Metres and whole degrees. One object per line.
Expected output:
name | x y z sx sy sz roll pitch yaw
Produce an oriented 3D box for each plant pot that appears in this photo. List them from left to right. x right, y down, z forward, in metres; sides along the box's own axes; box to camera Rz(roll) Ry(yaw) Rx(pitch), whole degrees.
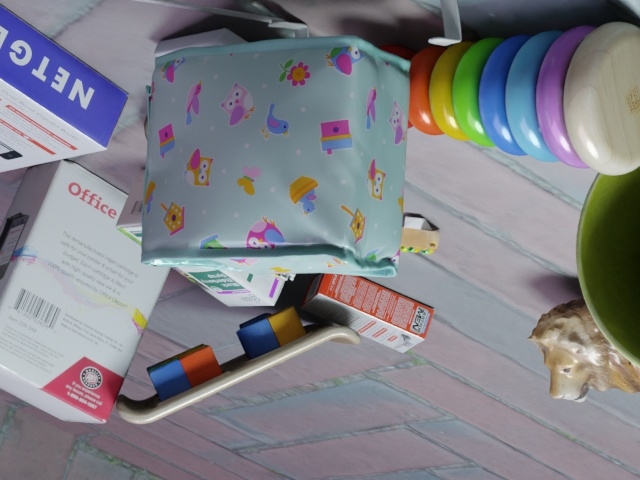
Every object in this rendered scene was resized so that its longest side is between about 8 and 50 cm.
plant pot | 0.431 0.031 1.635 0.275 0.274 0.293 7 171 30

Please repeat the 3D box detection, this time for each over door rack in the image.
over door rack | -0.060 -0.260 1.554 0.324 0.108 0.240 18 164 -39

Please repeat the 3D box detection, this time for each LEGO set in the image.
LEGO set | 0.000 0.000 2.099 0.287 0.107 0.132 20 159 0

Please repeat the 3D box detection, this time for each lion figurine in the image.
lion figurine | 0.461 0.125 2.004 0.392 0.142 0.240 -24 126 41

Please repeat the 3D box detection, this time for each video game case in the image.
video game case | -0.075 -0.175 1.810 0.173 0.022 0.190 30 168 -24

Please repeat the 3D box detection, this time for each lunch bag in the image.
lunch bag | -0.056 -0.077 1.601 0.262 0.223 0.160 0 175 28

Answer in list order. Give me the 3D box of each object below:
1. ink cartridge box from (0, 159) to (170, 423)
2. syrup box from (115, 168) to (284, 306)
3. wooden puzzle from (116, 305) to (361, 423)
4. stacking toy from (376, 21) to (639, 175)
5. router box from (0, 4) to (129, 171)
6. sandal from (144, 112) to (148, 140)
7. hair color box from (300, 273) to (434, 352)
ink cartridge box | -0.358 0.075 2.320 0.226 0.306 0.131 34 155 -30
syrup box | -0.153 -0.002 2.245 0.093 0.096 0.237 -3 148 44
wooden puzzle | -0.132 0.169 2.389 0.348 0.080 0.322 -20 180 -7
stacking toy | 0.163 -0.140 1.606 0.330 0.141 0.141 6 155 44
router box | -0.453 -0.209 2.026 0.335 0.082 0.301 35 154 -34
sandal | -0.163 -0.130 1.991 0.090 0.060 0.219 26 158 -15
hair color box | 0.067 0.098 2.352 0.167 0.053 0.093 25 158 -9
